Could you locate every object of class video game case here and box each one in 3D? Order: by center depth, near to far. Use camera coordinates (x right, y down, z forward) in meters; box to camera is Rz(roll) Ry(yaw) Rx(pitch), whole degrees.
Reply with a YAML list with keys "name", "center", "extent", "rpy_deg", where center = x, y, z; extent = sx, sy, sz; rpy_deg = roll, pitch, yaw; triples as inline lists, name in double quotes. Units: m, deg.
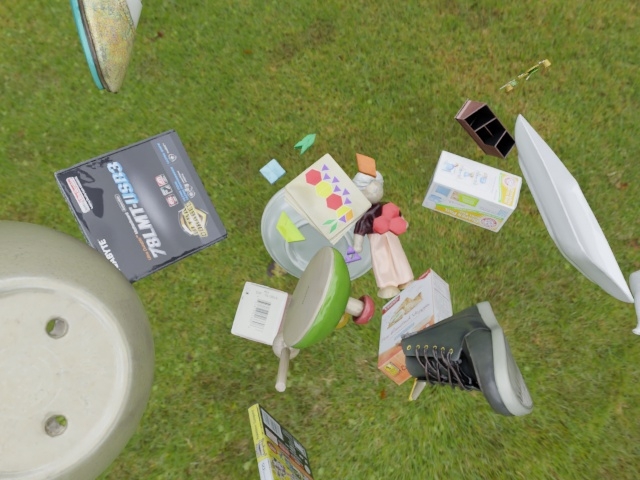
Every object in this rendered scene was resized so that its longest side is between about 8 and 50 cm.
- name: "video game case"
  center: [-0.085, 0.580, 1.412]
  extent: [0.035, 0.274, 0.248]
  rpy_deg: [-31, 36, 4]

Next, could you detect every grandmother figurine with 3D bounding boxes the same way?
- name: "grandmother figurine"
  center: [0.168, -0.029, 1.506]
  extent: [0.104, 0.208, 0.342]
  rpy_deg: [-10, 101, 42]

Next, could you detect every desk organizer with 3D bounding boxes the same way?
- name: "desk organizer"
  center: [0.324, -0.215, 1.081]
  extent: [0.047, 0.130, 0.050]
  rpy_deg: [-55, 36, -1]

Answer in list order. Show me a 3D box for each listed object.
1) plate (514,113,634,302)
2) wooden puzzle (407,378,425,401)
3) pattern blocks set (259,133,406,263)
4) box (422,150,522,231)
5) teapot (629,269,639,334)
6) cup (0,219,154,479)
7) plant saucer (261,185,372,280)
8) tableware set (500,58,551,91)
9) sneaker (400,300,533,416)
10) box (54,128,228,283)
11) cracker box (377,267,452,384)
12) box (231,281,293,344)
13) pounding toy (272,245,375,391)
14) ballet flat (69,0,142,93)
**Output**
- name: "plate"
  center: [0.418, -0.043, 0.934]
  extent: [0.045, 0.277, 0.277]
  rpy_deg: [-30, 51, 29]
- name: "wooden puzzle"
  center: [0.169, 0.217, 0.903]
  extent: [0.014, 0.116, 0.078]
  rpy_deg: [21, 58, 7]
- name: "pattern blocks set"
  center: [0.021, -0.097, 1.325]
  extent: [0.286, 0.026, 0.324]
  rpy_deg: [-31, 82, -5]
- name: "box"
  center: [0.371, -0.119, 1.366]
  extent: [0.203, 0.114, 0.103]
  rpy_deg: [20, 61, 6]
- name: "teapot"
  center: [1.001, 0.148, 1.519]
  extent: [0.256, 0.253, 0.186]
  rpy_deg: [-25, 77, 42]
- name: "cup"
  center: [-0.301, 0.125, 0.536]
  extent: [0.237, 0.331, 0.330]
  rpy_deg: [-14, 67, 55]
- name: "plant saucer"
  center: [0.000, 0.000, 1.745]
  extent: [0.401, 0.400, 0.100]
  rpy_deg: [-2, 33, 12]
- name: "tableware set"
  center: [0.637, -0.507, 1.714]
  extent: [0.154, 0.104, 0.024]
  rpy_deg: [-31, 90, 45]
- name: "sneaker"
  center: [0.150, 0.141, 0.601]
  extent: [0.118, 0.222, 0.083]
  rpy_deg: [-23, 93, 12]
- name: "box"
  center: [-0.414, -0.074, 1.300]
  extent: [0.293, 0.073, 0.295]
  rpy_deg: [-27, 95, -27]
- name: "cracker box"
  center: [0.203, 0.177, 1.184]
  extent: [0.067, 0.232, 0.156]
  rpy_deg: [41, 114, -10]
- name: "box"
  center: [-0.144, 0.213, 1.583]
  extent: [0.127, 0.232, 0.148]
  rpy_deg: [14, 83, 12]
- name: "pounding toy"
  center: [0.012, 0.136, 0.953]
  extent: [0.110, 0.183, 0.236]
  rpy_deg: [24, 100, -14]
- name: "ballet flat"
  center: [-0.272, -0.358, 0.662]
  extent: [0.123, 0.123, 0.348]
  rpy_deg: [-18, 96, 7]
